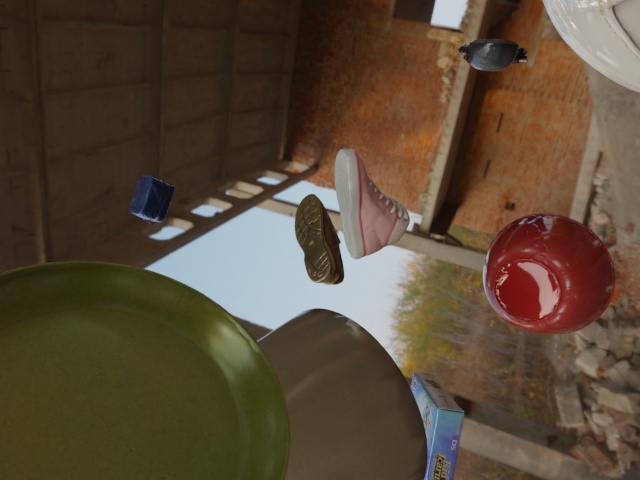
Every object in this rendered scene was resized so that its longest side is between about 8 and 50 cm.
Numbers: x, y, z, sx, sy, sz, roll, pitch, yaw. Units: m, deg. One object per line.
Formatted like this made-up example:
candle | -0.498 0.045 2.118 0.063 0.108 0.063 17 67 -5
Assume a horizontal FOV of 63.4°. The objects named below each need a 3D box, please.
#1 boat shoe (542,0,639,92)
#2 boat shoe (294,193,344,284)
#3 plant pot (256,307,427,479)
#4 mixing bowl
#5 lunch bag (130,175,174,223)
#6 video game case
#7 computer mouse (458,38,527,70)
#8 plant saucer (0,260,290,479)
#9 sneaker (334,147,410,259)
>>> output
boat shoe | 0.212 -0.223 0.370 0.098 0.277 0.096 -45 14 -3
boat shoe | 0.000 0.000 0.906 0.060 0.064 0.177 24 -137 -46
plant pot | -0.070 0.238 0.565 0.274 0.257 0.256 -18 -53 -39
mixing bowl | 0.301 0.058 0.721 0.098 0.182 0.181 -17 -57 -52
lunch bag | -0.354 -0.083 1.099 0.065 0.067 0.098 20 -96 -43
video game case | 0.234 0.462 1.155 0.244 0.061 0.269 -137 57 -86
computer mouse | 0.451 -0.479 1.357 0.272 0.189 0.072 -45 -39 -67
plant saucer | -0.136 0.109 0.329 0.037 0.241 0.241 -60 -7 32
sneaker | 0.056 -0.044 0.549 0.051 0.070 0.134 -117 13 -51
